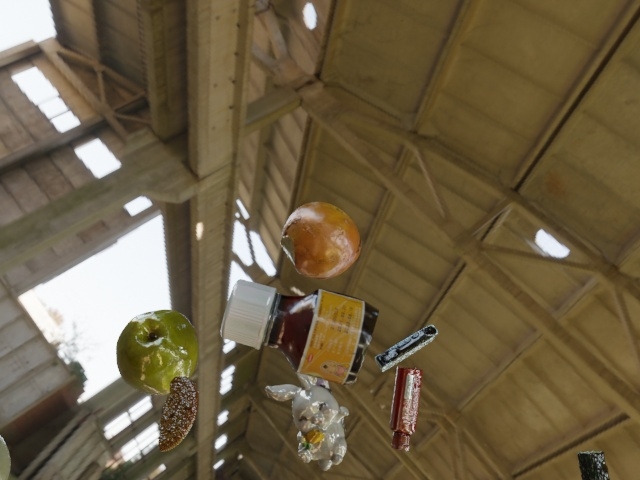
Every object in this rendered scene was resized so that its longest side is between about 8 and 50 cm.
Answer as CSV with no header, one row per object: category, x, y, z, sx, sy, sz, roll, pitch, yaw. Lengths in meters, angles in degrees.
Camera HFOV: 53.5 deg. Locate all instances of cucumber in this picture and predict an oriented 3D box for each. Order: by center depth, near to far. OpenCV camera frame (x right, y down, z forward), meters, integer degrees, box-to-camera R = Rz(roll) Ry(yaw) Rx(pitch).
cucumber,0.677,0.658,1.523,0.067,0.067,0.294,128,-38,-62

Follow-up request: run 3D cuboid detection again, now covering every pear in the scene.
pear,-0.489,0.341,1.924,0.253,0.253,0.307,48,-21,15

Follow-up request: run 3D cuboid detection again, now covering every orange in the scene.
orange,0.000,0.000,1.908,0.240,0.240,0.240,39,-31,29

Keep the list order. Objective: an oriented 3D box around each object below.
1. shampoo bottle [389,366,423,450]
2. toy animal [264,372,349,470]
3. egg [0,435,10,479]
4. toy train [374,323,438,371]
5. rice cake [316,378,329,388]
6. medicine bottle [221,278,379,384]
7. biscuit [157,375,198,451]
shampoo bottle,0.331,0.650,2.470,0.076,0.118,0.314,-1,-102,52
toy animal,-0.024,0.551,1.986,0.325,0.208,0.154,54,16,1
egg,-0.898,0.555,1.571,0.269,0.219,0.219,12,-42,14
toy train,0.259,0.318,1.889,0.043,0.207,0.047,53,-13,36
rice cake,0.015,0.560,2.190,0.073,0.056,0.365,55,-17,43
medicine bottle,-0.059,0.230,1.695,0.395,0.243,0.242,15,-35,2
biscuit,-0.376,0.450,1.688,0.126,0.206,0.025,-23,-43,28
